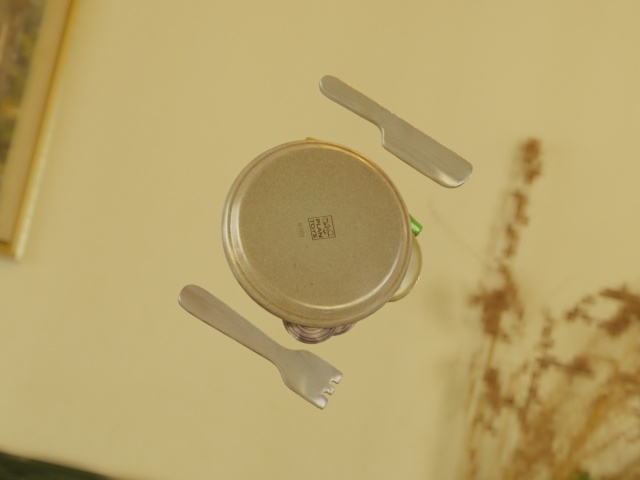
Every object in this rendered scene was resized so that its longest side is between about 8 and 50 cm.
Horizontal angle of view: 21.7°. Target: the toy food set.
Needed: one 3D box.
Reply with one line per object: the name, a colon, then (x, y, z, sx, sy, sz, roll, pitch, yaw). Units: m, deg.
toy food set: (0.000, 0.000, 1.059, 0.132, 0.192, 0.038, 35, -21, -2)
